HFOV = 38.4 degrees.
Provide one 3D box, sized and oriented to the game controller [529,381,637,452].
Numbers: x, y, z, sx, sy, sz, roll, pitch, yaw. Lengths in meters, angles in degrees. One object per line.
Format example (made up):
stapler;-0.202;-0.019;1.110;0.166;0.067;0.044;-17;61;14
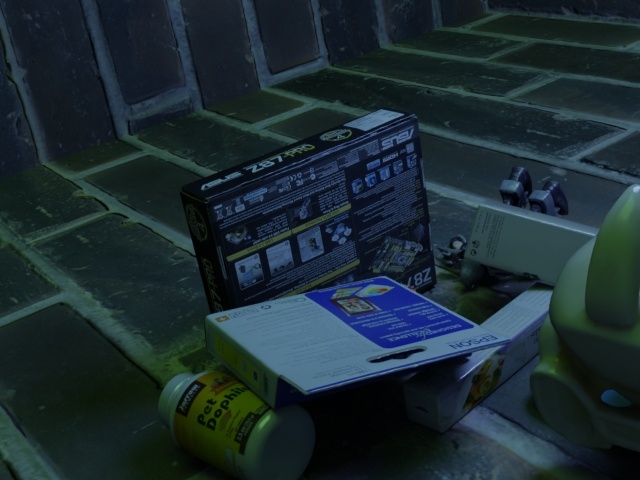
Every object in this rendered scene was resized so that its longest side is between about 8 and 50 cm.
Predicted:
game controller;0.422;0.199;1.154;0.166;0.067;0.319;-26;28;-30

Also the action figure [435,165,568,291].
action figure;0.322;-0.005;1.606;0.185;0.099;0.285;19;52;36

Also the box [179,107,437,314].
box;0.000;0.000;1.454;0.395;0.318;0.097;-26;28;-27

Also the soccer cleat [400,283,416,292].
soccer cleat;0.123;0.128;1.434;0.076;0.068;0.196;-13;27;1

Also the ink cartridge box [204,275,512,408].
ink cartridge box;0.041;0.141;1.234;0.303;0.072;0.307;-10;20;-26

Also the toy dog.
toy dog;0.414;0.015;1.038;0.284;0.395;0.408;3;49;51

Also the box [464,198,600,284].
box;0.370;0.017;1.417;0.275;0.094;0.113;17;11;16

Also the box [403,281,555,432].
box;0.247;0.160;1.314;0.067;0.063;0.324;17;36;43

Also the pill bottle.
pill bottle;-0.118;0.243;1.216;0.215;0.117;0.117;13;34;42
